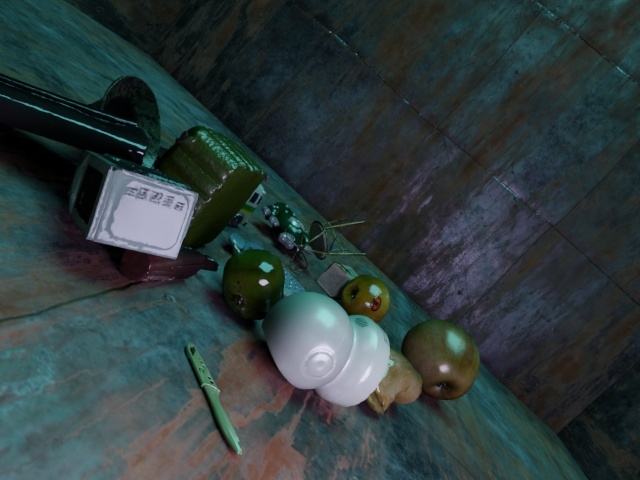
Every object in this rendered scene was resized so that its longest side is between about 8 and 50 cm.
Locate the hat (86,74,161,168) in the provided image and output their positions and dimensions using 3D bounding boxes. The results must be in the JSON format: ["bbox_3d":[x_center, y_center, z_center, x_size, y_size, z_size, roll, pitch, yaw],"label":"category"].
[{"bbox_3d":[-0.506,-0.282,1.118,0.129,0.265,0.265,12,4,11],"label":"hat"}]

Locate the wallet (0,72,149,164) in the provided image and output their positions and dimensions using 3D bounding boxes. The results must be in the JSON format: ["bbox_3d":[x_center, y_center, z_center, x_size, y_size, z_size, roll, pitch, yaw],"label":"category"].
[{"bbox_3d":[-0.526,-0.247,0.810,0.406,0.062,0.228,17,17,-36],"label":"wallet"}]

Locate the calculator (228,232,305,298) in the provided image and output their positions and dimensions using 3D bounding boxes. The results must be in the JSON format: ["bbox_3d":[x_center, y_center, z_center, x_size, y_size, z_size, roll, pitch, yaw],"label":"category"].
[{"bbox_3d":[-0.143,0.088,1.287,0.303,0.042,0.188,41,10,-11],"label":"calculator"}]

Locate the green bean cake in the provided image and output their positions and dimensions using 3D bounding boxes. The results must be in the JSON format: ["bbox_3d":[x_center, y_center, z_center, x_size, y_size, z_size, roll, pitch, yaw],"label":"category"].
[{"bbox_3d":[-0.269,-0.114,1.030,0.156,0.250,0.247,44,10,5],"label":"green bean cake"}]

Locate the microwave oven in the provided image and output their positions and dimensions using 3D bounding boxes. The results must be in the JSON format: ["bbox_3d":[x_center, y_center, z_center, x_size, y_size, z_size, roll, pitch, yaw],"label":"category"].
[{"bbox_3d":[-0.316,-0.067,0.761,0.162,0.122,0.208,16,5,-38],"label":"microwave oven"}]

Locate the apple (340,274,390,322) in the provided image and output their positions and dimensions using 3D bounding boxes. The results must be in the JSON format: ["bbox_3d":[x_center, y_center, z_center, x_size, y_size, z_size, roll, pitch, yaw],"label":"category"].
[{"bbox_3d":[0.155,0.205,1.593,0.155,0.182,0.182,26,17,-35],"label":"apple"}]

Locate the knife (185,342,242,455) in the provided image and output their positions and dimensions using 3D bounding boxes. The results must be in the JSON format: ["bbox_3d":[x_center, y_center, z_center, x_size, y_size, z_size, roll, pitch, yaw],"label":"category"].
[{"bbox_3d":[-0.158,0.226,0.671,0.030,0.014,0.207,29,16,-50],"label":"knife"}]

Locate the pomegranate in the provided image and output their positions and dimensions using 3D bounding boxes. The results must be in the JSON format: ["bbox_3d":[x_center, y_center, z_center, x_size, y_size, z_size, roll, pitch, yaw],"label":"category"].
[{"bbox_3d":[-0.153,0.078,0.984,0.131,0.151,0.191,-8,31,-25],"label":"pomegranate"}]

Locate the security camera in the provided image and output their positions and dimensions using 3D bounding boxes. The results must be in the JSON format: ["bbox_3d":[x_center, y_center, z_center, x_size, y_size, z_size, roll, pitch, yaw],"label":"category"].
[{"bbox_3d":[-0.004,0.201,0.905,0.236,0.194,0.194,35,11,-26],"label":"security camera"}]

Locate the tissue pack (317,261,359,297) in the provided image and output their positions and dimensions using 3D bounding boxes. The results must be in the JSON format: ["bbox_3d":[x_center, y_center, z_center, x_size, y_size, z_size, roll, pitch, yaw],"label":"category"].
[{"bbox_3d":[0.073,0.151,1.705,0.099,0.106,0.149,47,10,25],"label":"tissue pack"}]

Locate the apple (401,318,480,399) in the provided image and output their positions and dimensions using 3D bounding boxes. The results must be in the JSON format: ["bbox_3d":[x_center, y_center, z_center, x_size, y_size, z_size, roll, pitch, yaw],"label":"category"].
[{"bbox_3d":[0.396,0.401,1.523,0.257,0.257,0.233,39,40,-19],"label":"apple"}]

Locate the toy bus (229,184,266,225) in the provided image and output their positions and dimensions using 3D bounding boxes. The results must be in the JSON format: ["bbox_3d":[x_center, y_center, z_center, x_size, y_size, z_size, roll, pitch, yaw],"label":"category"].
[{"bbox_3d":[-0.299,-0.158,1.382,0.133,0.164,0.276,45,9,24],"label":"toy bus"}]

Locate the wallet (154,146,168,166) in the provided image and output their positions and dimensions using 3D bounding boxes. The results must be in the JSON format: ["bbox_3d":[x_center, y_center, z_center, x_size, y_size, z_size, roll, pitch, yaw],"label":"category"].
[{"bbox_3d":[-0.455,-0.236,1.461,0.182,0.049,0.229,48,12,14],"label":"wallet"}]

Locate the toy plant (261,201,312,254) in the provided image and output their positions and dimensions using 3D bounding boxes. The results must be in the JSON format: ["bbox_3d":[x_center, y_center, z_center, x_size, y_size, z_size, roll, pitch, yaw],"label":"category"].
[{"bbox_3d":[-0.123,-0.042,1.731,0.243,0.113,0.233,55,17,12],"label":"toy plant"}]

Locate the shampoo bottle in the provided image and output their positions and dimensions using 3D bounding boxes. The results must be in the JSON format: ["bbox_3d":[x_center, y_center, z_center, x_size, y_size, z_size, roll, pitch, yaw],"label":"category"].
[{"bbox_3d":[-0.275,0.041,0.865,0.068,0.067,0.236,44,9,12],"label":"shampoo bottle"}]

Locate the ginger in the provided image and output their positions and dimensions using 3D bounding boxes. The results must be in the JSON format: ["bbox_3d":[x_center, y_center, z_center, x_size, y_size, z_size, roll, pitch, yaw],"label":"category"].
[{"bbox_3d":[0.169,0.343,1.143,0.138,0.152,0.267,13,-5,36],"label":"ginger"}]

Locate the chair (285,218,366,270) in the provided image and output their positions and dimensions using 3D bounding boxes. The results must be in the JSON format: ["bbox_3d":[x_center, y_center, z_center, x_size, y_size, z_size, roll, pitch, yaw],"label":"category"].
[{"bbox_3d":[0.000,0.000,1.660,0.326,0.159,0.170,-9,11,-26],"label":"chair"}]
